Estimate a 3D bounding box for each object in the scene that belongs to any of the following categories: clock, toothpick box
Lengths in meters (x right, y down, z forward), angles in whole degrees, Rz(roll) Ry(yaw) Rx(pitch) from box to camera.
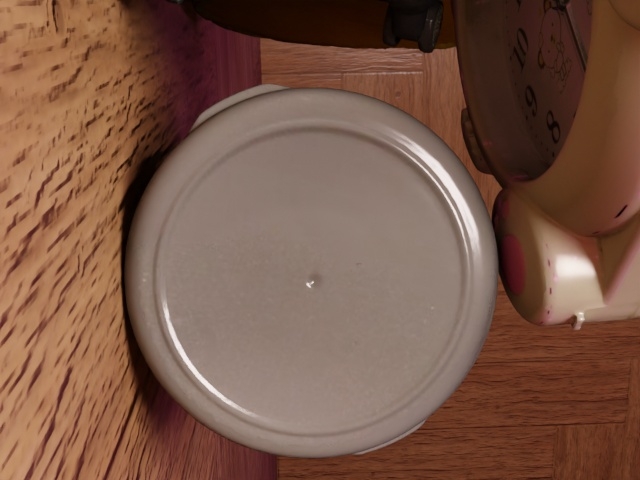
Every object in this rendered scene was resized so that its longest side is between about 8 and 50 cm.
[{"bbox_3d":[0.147,-0.139,0.450,0.284,0.114,0.309,90,-8,-51],"label":"clock"},{"bbox_3d":[0.000,0.000,0.588,0.316,0.229,0.229,-109,-163,-83],"label":"toothpick box"}]

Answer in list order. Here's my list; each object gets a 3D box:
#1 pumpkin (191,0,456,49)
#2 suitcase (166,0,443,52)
[{"bbox_3d":[0.019,-0.279,0.731,0.332,0.332,0.199,138,-37,-88],"label":"pumpkin"},{"bbox_3d":[-0.011,-0.241,0.335,0.312,0.202,0.128,89,19,-52],"label":"suitcase"}]
